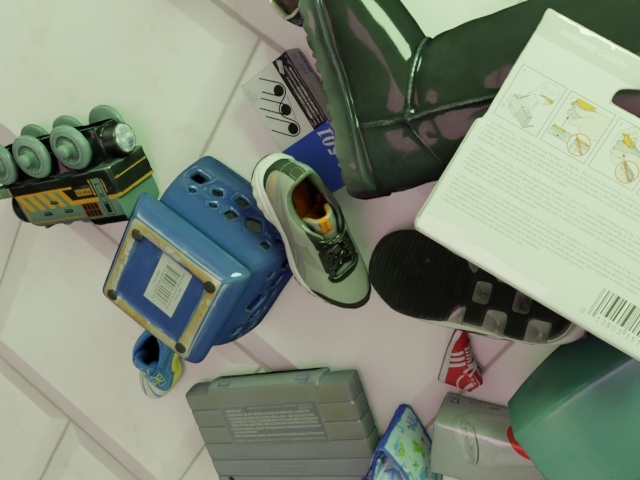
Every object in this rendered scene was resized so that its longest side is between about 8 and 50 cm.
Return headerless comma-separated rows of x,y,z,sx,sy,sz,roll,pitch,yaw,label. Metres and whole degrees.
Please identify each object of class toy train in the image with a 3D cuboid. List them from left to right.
-0.442,-0.114,1.123,0.334,0.142,0.190,-7,116,27,toy train

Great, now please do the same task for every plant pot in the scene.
-0.189,0.036,1.012,0.236,0.212,0.236,37,121,9,plant pot
0.368,0.209,0.808,0.234,0.166,0.165,-37,92,15,plant pot

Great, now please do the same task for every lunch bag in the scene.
0.131,0.363,1.038,0.096,0.129,0.151,-5,108,26,lunch bag

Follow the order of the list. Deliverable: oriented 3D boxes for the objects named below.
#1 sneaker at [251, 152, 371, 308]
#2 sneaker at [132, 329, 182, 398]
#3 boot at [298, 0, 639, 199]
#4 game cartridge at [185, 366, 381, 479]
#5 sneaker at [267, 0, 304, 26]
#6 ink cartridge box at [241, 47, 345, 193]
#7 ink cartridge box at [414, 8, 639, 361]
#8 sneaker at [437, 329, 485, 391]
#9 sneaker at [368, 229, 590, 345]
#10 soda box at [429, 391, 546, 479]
0.000,0.000,0.915,0.108,0.100,0.271,19,147,57,sneaker
-0.316,0.224,1.195,0.091,0.126,0.240,29,119,13,sneaker
0.215,-0.257,0.743,0.445,0.146,0.366,-10,102,27,boot
-0.064,0.347,1.167,0.355,0.068,0.230,-11,101,28,game cartridge
-0.060,-0.375,0.861,0.064,0.086,0.192,-26,97,31,sneaker
-0.020,-0.168,0.948,0.097,0.046,0.207,-29,96,33,ink cartridge box
0.291,-0.051,0.677,0.296,0.066,0.261,31,99,5,ink cartridge box
0.223,0.179,0.972,0.067,0.042,0.118,22,125,21,sneaker
0.215,0.078,0.894,0.331,0.146,0.122,21,88,43,sneaker
0.314,0.322,0.958,0.286,0.091,0.098,11,114,21,soda box
